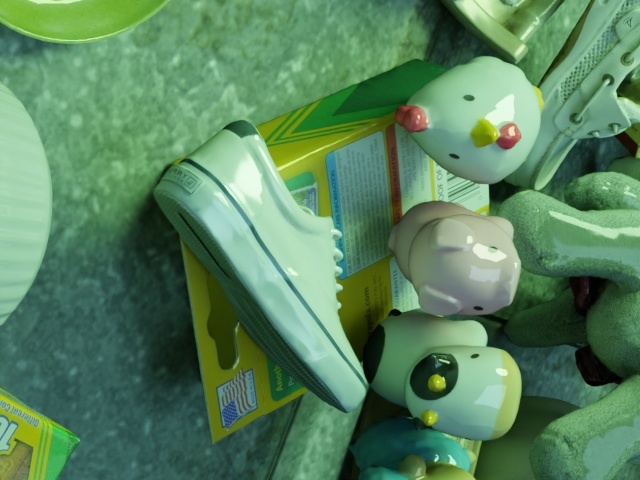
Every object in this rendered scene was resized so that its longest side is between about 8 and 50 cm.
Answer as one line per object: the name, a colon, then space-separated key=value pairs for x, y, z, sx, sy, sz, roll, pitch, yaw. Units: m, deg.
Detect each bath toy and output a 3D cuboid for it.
bath toy: x=0.096 y=0.032 z=1.242 sx=0.129 sy=0.151 sz=0.348 roll=-6 pitch=107 yaw=-49

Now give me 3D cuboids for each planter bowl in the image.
planter bowl: x=0.206 y=0.214 z=1.550 sx=0.162 sy=0.162 sz=0.109 roll=34 pitch=55 yaw=-45

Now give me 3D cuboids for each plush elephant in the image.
plush elephant: x=0.288 y=0.062 z=1.499 sx=0.330 sy=0.255 sz=0.271 roll=-16 pitch=92 yaw=-14

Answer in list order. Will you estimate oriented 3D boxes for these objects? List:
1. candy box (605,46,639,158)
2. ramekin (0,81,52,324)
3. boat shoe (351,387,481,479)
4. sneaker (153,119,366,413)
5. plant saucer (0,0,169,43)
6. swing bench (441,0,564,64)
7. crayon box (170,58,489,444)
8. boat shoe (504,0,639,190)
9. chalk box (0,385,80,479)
candy box: x=0.347 y=-0.145 z=1.529 sx=0.187 sy=0.109 sz=0.053 roll=-15 pitch=136 yaw=-23
ramekin: x=-0.257 y=-0.021 z=0.968 sx=0.109 sy=0.207 sz=0.207 roll=10 pitch=99 yaw=-55
boat shoe: x=0.075 y=0.277 z=1.457 sx=0.110 sy=0.122 sz=0.341 roll=17 pitch=92 yaw=-45
sneaker: x=-0.018 y=0.024 z=1.168 sx=0.091 sy=0.094 sz=0.258 roll=-45 pitch=131 yaw=-16
plant saucer: x=-0.166 y=-0.253 z=1.079 sx=0.241 sy=0.037 sz=0.241 roll=-19 pitch=119 yaw=-39
swing bench: x=0.208 y=-0.317 z=1.299 sx=0.165 sy=0.254 sz=0.253 roll=41 pitch=70 yaw=-1
crayon box: x=0.000 y=0.000 z=1.304 sx=0.323 sy=0.083 sz=0.203 roll=-26 pitch=123 yaw=-36
boat shoe: x=0.249 y=-0.132 z=1.409 sx=0.098 sy=0.096 sz=0.277 roll=-41 pitch=164 yaw=-45
chalk box: x=-0.288 y=0.177 z=1.060 sx=0.132 sy=0.132 sz=0.213 roll=37 pitch=79 yaw=-45
